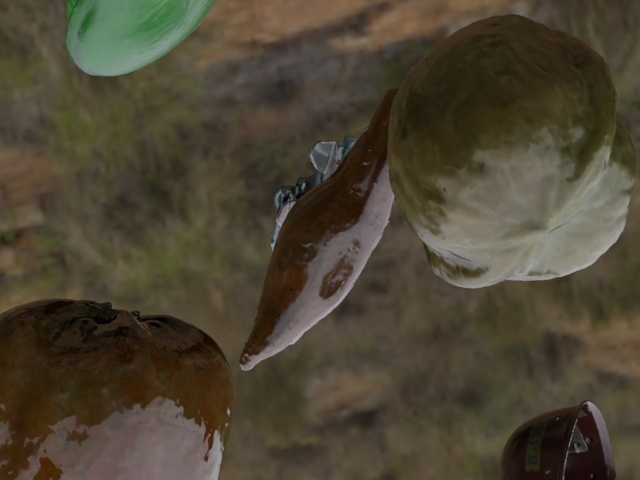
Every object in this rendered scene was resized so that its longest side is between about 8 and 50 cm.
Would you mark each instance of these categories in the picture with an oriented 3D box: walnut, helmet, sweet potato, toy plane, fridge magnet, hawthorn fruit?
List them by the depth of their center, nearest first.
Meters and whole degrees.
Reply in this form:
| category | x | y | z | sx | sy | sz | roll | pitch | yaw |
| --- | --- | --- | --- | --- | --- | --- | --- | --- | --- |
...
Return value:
| category | x | y | z | sx | sy | sz | roll | pitch | yaw |
| --- | --- | --- | --- | --- | --- | --- | --- | --- | --- |
| walnut | 0.173 | -0.083 | 1.543 | 0.227 | 0.283 | 0.283 | 30 | 153 | -26 |
| hawthorn fruit | -0.223 | 0.208 | 1.576 | 0.267 | 0.301 | 0.268 | 7 | -177 | 0 |
| fridge magnet | -0.184 | -0.257 | 1.695 | 0.208 | 0.088 | 0.208 | -38 | 162 | -15 |
| helmet | 0.245 | 0.261 | 1.739 | 0.106 | 0.175 | 0.155 | -9 | 148 | 26 |
| sweet potato | 0.010 | -0.005 | 1.841 | 0.112 | 0.359 | 0.112 | 32 | 176 | 2 |
| toy plane | -0.005 | -0.005 | 2.010 | 0.223 | 0.104 | 0.326 | -24 | 148 | -46 |
